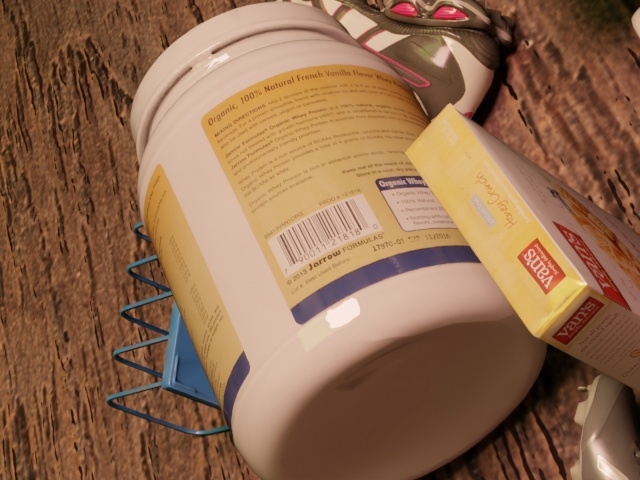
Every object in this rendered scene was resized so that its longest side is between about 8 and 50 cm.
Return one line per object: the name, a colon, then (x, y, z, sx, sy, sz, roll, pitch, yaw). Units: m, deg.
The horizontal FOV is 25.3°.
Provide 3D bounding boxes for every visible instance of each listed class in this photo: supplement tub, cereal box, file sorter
supplement tub: (0.000, 0.000, 1.033, 0.228, 0.228, 0.316, -42, 52, 21)
cereal box: (0.171, 0.026, 0.860, 0.047, 0.240, 0.173, -47, 43, 16)
file sorter: (-0.103, 0.067, 1.209, 0.104, 0.118, 0.170, -17, 57, 42)

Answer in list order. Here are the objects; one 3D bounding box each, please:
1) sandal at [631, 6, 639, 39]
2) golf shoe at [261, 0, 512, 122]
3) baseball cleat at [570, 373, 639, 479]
sandal: (0.261, 0.007, 0.847, 0.102, 0.169, 0.416, -37, 34, 22)
golf shoe: (0.033, -0.153, 1.208, 0.273, 0.105, 0.120, 12, 85, 48)
baseball cleat: (0.208, 0.182, 0.882, 0.109, 0.072, 0.206, -7, 68, 28)
